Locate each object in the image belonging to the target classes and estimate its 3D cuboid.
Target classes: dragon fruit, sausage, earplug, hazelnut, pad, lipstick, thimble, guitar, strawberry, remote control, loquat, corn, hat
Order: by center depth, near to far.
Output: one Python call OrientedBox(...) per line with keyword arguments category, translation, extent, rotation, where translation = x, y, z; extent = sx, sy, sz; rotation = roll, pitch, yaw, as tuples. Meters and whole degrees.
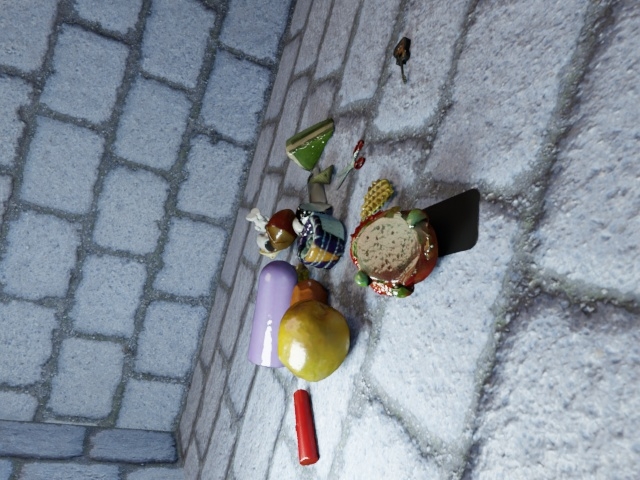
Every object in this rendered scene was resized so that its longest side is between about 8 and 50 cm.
OrientedBox(category="pad", translation=(0.365, -0.039, 1.363), extent=(0.267, 0.004, 0.181), rotation=(-23, 56, 62))
OrientedBox(category="dragon fruit", translation=(0.223, 0.031, 1.391), extent=(0.295, 0.130, 0.268), rotation=(-42, 68, 26))
OrientedBox(category="strawberry", translation=(0.186, 0.037, 1.558), extent=(0.233, 0.138, 0.306), rotation=(-60, 26, 27))
OrientedBox(category="loquat", translation=(-0.031, 0.359, 1.672), extent=(0.283, 0.276, 0.276), rotation=(-66, 23, -3))
OrientedBox(category="lipstick", translation=(-0.062, 0.713, 1.789), extent=(0.073, 0.073, 0.279), rotation=(-58, 28, 34))
OrientedBox(category="guitar", translation=(0.324, -0.697, 1.817), extent=(0.088, 0.025, 0.233), rotation=(-43, 40, 51))
OrientedBox(category="sausage", translation=(-0.049, 0.286, 1.924), extent=(0.153, 0.141, 0.268), rotation=(-42, 39, 51))
OrientedBox(category="thimble", translation=(0.000, 0.000, 1.976), extent=(0.237, 0.150, 0.237), rotation=(-49, 33, 48))
OrientedBox(category="earplug", translation=(-0.199, 0.311, 2.046), extent=(0.215, 0.215, 0.455), rotation=(-159, 73, -67))
OrientedBox(category="corn", translation=(-0.136, 0.250, 2.177), extent=(0.119, 0.119, 0.321), rotation=(-136, 59, -64))
OrientedBox(category="hat", translation=(0.022, -0.294, 2.217), extent=(0.146, 0.067, 0.146), rotation=(-37, 3, 3))
OrientedBox(category="remote control", translation=(-0.033, -0.241, 2.307), extent=(0.109, 0.055, 0.313), rotation=(-57, 29, 35))
OrientedBox(category="hazelnut", translation=(-0.202, -0.065, 2.430), extent=(0.180, 0.181, 0.212), rotation=(61, 146, 28))

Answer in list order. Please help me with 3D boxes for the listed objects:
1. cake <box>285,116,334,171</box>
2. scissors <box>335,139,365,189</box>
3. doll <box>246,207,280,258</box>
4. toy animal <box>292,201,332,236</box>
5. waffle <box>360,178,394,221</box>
OrientedBox(category="cake", translation=(-0.063, -0.526, 2.408), extent=(0.283, 0.172, 0.158), rotation=(-53, 34, 38))
OrientedBox(category="scissors", translation=(0.127, -0.322, 2.051), extent=(0.247, 0.017, 0.144), rotation=(-48, 34, 49))
OrientedBox(category="doll", translation=(-0.312, -0.037, 2.553), extent=(0.144, 0.271, 0.208), rotation=(18, 79, 50))
OrientedBox(category="toy animal", translation=(-0.044, -0.089, 2.144), extent=(0.138, 0.166, 0.179), rotation=(-103, 25, -49))
OrientedBox(category="waffle", translation=(0.205, -0.143, 1.729), extent=(0.192, 0.046, 0.160), rotation=(-66, 24, 21))
